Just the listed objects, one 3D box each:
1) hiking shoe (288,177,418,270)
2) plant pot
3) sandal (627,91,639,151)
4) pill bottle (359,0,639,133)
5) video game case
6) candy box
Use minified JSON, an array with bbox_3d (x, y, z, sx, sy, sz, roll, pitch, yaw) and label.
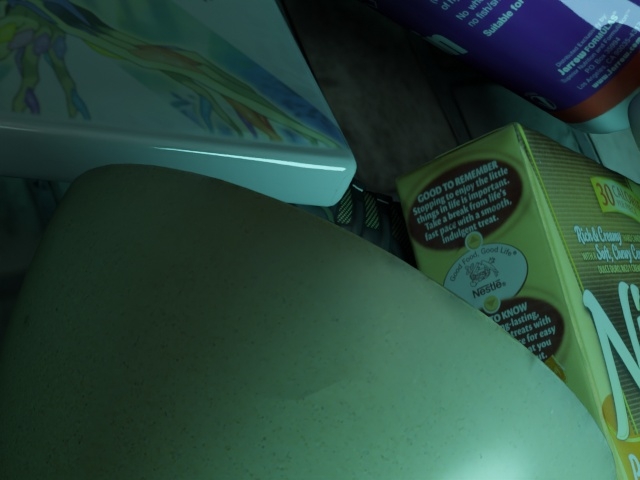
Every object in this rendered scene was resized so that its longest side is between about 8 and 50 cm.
[{"bbox_3d":[0.000,0.000,0.979,0.227,0.086,0.114,57,34,1],"label":"hiking shoe"},{"bbox_3d":[-0.038,0.126,0.770,0.284,0.284,0.191,35,68,-13],"label":"plant pot"},{"bbox_3d":[0.291,0.068,1.100,0.416,0.102,0.169,52,25,-22],"label":"sandal"},{"bbox_3d":[0.093,-0.211,1.073,0.323,0.181,0.182,28,54,-17],"label":"pill bottle"},{"bbox_3d":[-0.173,-0.141,0.888,0.329,0.036,0.300,5,42,-31],"label":"video game case"},{"bbox_3d":[0.155,0.109,0.965,0.183,0.087,0.317,18,54,-56],"label":"candy box"}]
